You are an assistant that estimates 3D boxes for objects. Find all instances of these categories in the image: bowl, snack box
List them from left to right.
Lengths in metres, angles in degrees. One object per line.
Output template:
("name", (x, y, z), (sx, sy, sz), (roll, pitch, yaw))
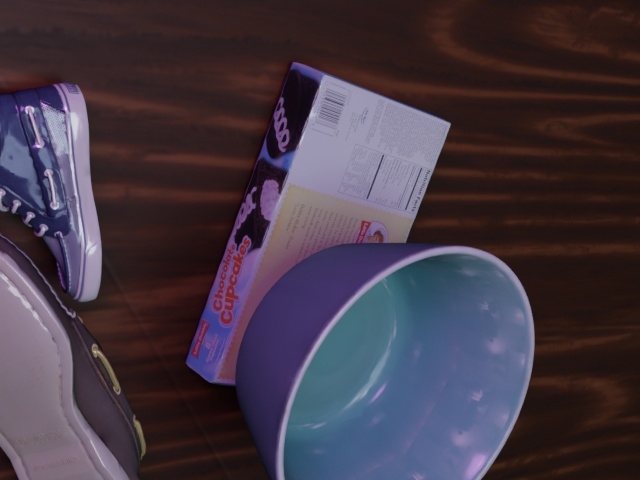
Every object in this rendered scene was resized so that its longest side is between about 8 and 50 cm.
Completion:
("snack box", (0.000, 0.000, 1.066), (0.187, 0.060, 0.321), (14, 100, -41))
("bowl", (0.042, 0.125, 1.002), (0.312, 0.163, 0.311), (-17, 120, -32))

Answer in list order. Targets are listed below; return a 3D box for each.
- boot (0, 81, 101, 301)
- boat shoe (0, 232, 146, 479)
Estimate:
("boot", (-0.237, -0.034, 0.865), (0.086, 0.069, 0.190), (-11, 108, -27))
("boat shoe", (-0.238, 0.119, 0.902), (0.117, 0.096, 0.324), (-13, 121, 12))
